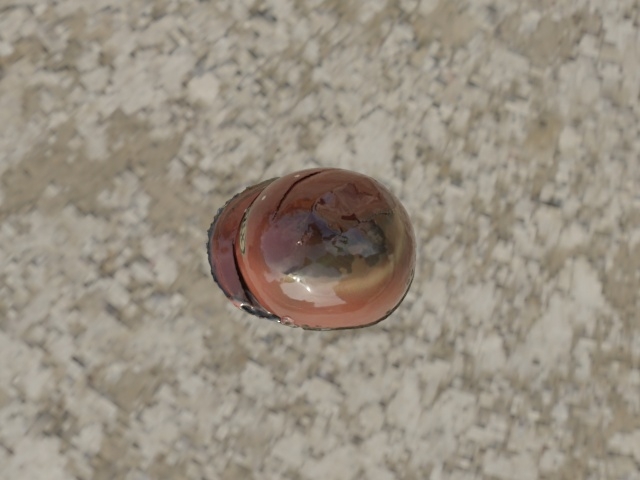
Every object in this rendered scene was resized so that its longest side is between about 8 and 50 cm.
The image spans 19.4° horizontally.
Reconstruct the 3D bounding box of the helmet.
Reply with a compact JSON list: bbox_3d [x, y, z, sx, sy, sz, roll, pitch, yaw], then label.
[{"bbox_3d":[-0.001,0.000,0.721,0.084,0.049,0.065,4,74,-6],"label":"helmet"}]
